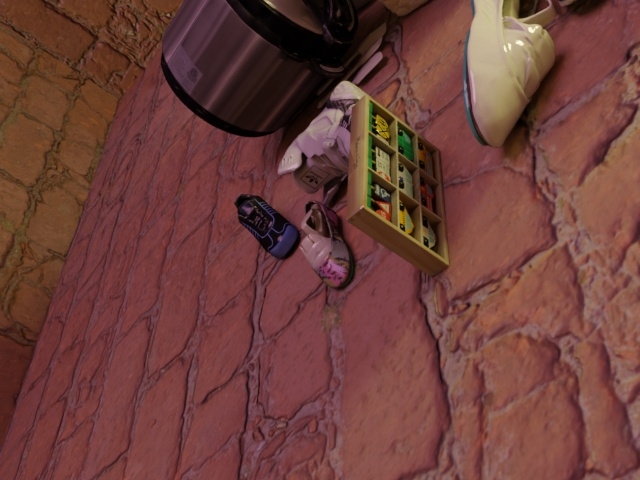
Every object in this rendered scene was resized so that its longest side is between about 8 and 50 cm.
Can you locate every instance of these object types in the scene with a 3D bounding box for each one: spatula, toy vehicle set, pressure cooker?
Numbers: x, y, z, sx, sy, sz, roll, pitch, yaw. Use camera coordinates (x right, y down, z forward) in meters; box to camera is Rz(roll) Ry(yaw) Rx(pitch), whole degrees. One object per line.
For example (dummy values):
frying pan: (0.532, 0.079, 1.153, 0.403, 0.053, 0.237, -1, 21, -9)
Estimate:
spatula: (0.064, -0.367, 1.825, 0.242, 0.019, 0.168, -42, 30, 36)
toy vehicle set: (0.116, -0.088, 1.232, 0.035, 0.166, 0.266, -39, 31, 35)
pressure cooker: (-0.120, -0.483, 1.851, 0.420, 0.370, 0.375, -46, 24, 38)

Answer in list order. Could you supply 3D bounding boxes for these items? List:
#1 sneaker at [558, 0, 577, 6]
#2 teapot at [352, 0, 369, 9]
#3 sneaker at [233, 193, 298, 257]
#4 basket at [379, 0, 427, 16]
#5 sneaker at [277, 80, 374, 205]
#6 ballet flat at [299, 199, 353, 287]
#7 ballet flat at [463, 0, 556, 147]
sneaker: (0.387, -0.474, 1.248, 0.107, 0.118, 0.279, -23, 41, 51)
teapot: (0.063, -0.701, 2.008, 0.256, 0.187, 0.252, -45, 27, 25)
sneaker: (-0.120, -0.035, 1.679, 0.081, 0.090, 0.232, -56, 25, 3)
basket: (0.174, -0.685, 1.632, 0.331, 0.328, 0.266, -20, 46, 51)
sneaker: (0.039, -0.145, 1.481, 0.210, 0.137, 0.366, -50, 21, 17)
ballet flat: (0.000, 0.000, 1.440, 0.077, 0.079, 0.221, -46, 28, 21)
ballet flat: (0.292, -0.310, 1.243, 0.139, 0.139, 0.400, -34, 33, 40)
